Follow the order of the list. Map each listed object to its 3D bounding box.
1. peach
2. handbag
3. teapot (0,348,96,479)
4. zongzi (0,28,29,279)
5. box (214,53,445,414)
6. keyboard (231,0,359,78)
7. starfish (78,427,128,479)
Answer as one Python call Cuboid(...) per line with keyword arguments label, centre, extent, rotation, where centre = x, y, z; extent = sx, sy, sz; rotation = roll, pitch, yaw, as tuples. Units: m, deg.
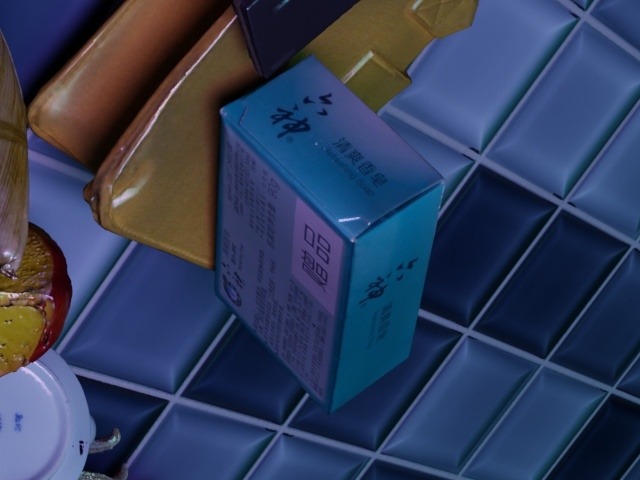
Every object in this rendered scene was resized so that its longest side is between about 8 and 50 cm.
Cuboid(label="peach", centre=(-0.270, 0.051, 1.359), extent=(0.172, 0.127, 0.092), rotation=(-18, 137, -25))
Cuboid(label="handbag", centre=(-0.022, -0.165, 1.407), extent=(0.401, 0.133, 0.283), rotation=(-50, 147, 5))
Cuboid(label="teapot", centre=(-0.279, 0.157, 1.450), extent=(0.232, 0.159, 0.159), rotation=(2, 123, -26))
Cuboid(label="zongzi", centre=(-0.245, -0.091, 1.199), extent=(0.099, 0.197, 0.194), rotation=(-22, 134, -7))
Cuboid(label="box", centre=(0.000, 0.000, 1.372), extent=(0.092, 0.153, 0.245), rotation=(-34, 155, -24))
Cuboid(label="keyboard", centre=(0.062, -0.242, 1.281), extent=(0.317, 0.027, 0.106), rotation=(-41, 155, -13))
Cuboid(label="starfish", centre=(-0.258, 0.230, 1.595), extent=(0.208, 0.053, 0.176), rotation=(-15, 139, -27))
